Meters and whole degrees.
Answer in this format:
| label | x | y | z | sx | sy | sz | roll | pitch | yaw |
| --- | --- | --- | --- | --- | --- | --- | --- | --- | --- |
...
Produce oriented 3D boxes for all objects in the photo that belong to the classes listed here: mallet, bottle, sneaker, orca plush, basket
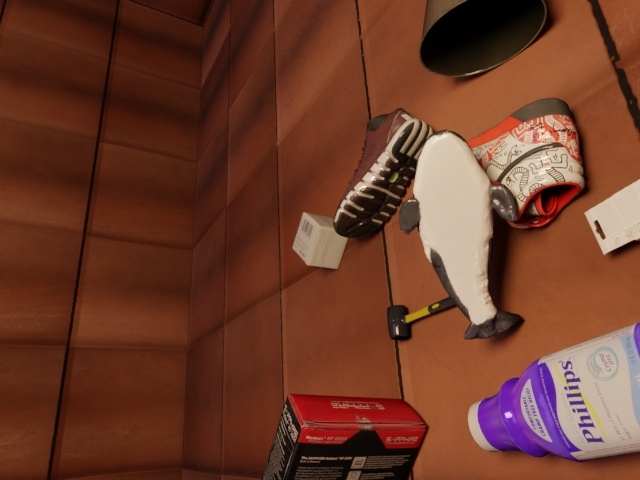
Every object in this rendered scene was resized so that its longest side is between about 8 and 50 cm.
| label | x | y | z | sx | sy | sz | roll | pitch | yaw |
| --- | --- | --- | --- | --- | --- | --- | --- | --- | --- |
| mallet | 0.183 | 0.113 | 0.820 | 0.190 | 0.039 | 0.062 | -43 | 43 | 42 |
| bottle | 0.290 | 0.184 | 0.535 | 0.283 | 0.092 | 0.118 | -44 | 46 | 48 |
| sneaker | 0.111 | -0.146 | 0.974 | 0.281 | 0.106 | 0.162 | -52 | 33 | 24 |
| orca plush | 0.212 | -0.014 | 0.670 | 0.151 | 0.102 | 0.287 | -29 | 91 | 26 |
| sneaker | 0.248 | -0.075 | 0.693 | 0.270 | 0.090 | 0.145 | -34 | 50 | 50 |
| basket | 0.246 | -0.411 | 0.746 | 0.204 | 0.154 | 0.226 | -26 | 56 | 59 |

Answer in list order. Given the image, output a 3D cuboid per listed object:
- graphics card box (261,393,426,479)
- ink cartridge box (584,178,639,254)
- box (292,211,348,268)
| label | x | y | z | sx | sy | sz | roll | pitch | yaw |
| --- | --- | --- | --- | --- | --- | --- | --- | --- | --- |
| graphics card box | 0.011 | 0.446 | 0.818 | 0.094 | 0.233 | 0.370 | -137 | 61 | -62 |
| ink cartridge box | 0.366 | -0.034 | 0.531 | 0.115 | 0.029 | 0.062 | -45 | 45 | 48 |
| box | 0.000 | 0.000 | 1.125 | 0.101 | 0.087 | 0.102 | 43 | 120 | 57 |
